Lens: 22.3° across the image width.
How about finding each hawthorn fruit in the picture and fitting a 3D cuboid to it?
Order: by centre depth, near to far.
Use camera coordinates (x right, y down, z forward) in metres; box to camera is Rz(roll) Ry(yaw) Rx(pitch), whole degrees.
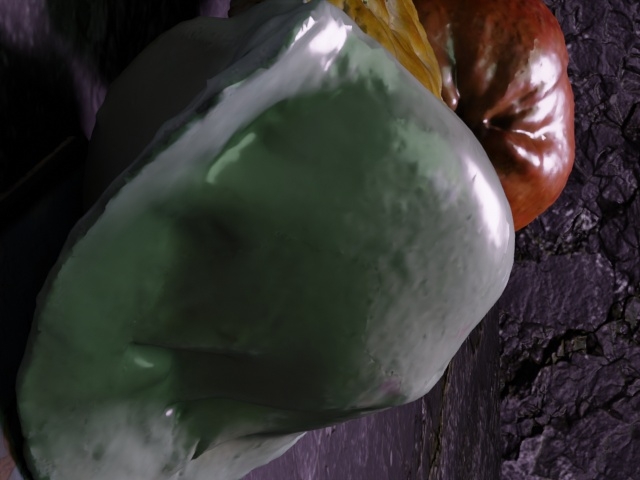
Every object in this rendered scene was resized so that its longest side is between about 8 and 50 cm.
[{"bbox_3d":[0.088,-0.113,1.328,0.261,0.258,0.258,-91,173,-51],"label":"hawthorn fruit"}]

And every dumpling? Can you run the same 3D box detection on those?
[{"bbox_3d":[-0.035,0.007,0.860,0.320,0.270,0.211,46,16,-38],"label":"dumpling"}]

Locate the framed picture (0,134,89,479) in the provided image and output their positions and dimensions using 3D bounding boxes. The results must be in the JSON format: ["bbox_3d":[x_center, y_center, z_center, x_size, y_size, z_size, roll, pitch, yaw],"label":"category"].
[{"bbox_3d":[-0.154,0.121,0.759,0.347,0.016,0.265,-58,145,-68],"label":"framed picture"}]

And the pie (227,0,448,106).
[{"bbox_3d":[-0.011,-0.192,1.026,0.337,0.075,0.337,51,22,-30],"label":"pie"}]
